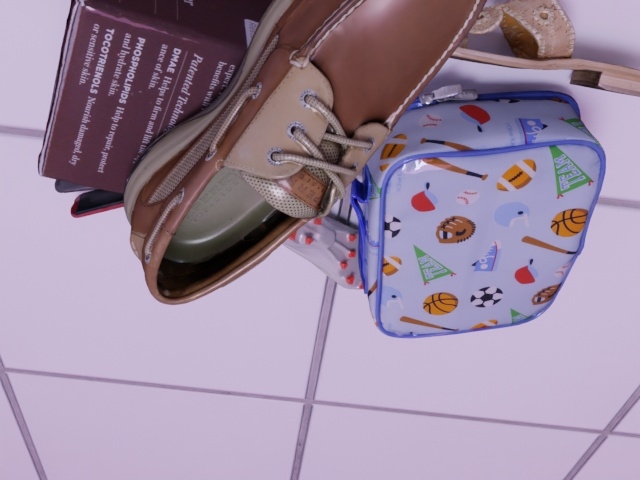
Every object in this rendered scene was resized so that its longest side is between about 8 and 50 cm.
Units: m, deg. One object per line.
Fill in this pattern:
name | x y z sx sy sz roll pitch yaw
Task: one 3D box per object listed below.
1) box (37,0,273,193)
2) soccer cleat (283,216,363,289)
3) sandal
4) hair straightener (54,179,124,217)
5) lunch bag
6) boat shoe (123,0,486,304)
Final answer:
box | -0.112 -0.143 0.595 0.203 0.169 0.167 11 134 -23
soccer cleat | 0.000 0.000 0.845 0.076 0.068 0.196 24 172 46
sandal | 0.200 -0.188 0.636 0.240 0.088 0.079 8 105 -14
hair straightener | -0.187 -0.083 0.775 0.230 0.047 0.089 -8 135 12
lunch bag | 0.149 -0.023 0.748 0.243 0.115 0.303 -5 136 -2
boat shoe | -0.016 -0.065 0.485 0.122 0.120 0.324 27 125 -35
